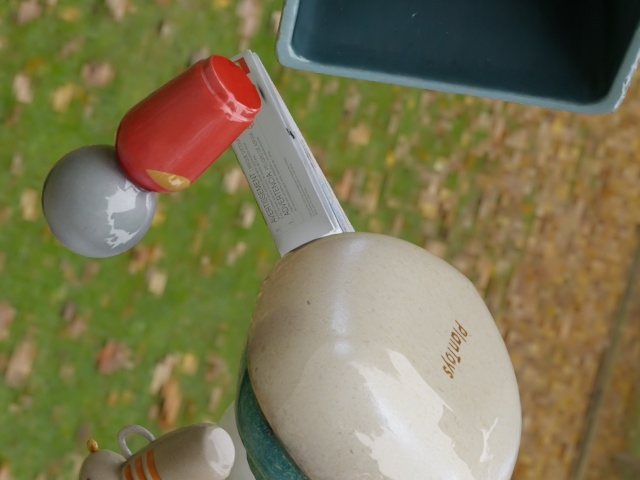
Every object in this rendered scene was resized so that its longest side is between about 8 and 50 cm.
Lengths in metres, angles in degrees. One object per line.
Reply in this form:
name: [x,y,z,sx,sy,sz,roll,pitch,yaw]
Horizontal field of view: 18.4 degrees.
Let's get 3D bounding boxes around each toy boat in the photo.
toy boat: [-0.018,0.048,1.149,0.148,0.318,0.267,-39,-176,22]

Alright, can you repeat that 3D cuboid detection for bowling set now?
bowling set: [-0.103,0.279,1.302,0.287,0.154,0.200,62,37,-11]

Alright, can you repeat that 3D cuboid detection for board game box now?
board game box: [0.000,0.000,1.644,0.193,0.053,0.305,65,3,33]

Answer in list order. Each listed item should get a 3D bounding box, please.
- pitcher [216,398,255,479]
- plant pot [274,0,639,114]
pitcher: [-0.009,0.224,1.632,0.178,0.207,0.125,-44,154,-14]
plant pot: [0.115,-0.269,1.350,0.247,0.248,0.252,103,-5,-60]
